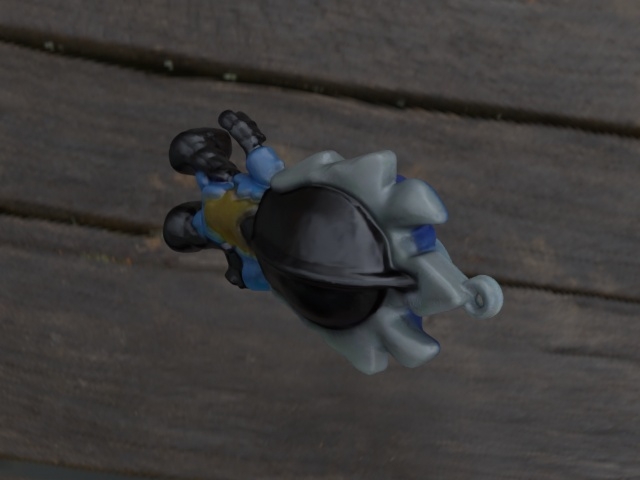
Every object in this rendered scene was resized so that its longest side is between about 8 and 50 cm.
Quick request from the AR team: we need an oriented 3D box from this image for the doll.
[{"bbox_3d":[0.000,0.000,0.559,0.070,0.195,0.096,-14,115,-39],"label":"doll"}]
